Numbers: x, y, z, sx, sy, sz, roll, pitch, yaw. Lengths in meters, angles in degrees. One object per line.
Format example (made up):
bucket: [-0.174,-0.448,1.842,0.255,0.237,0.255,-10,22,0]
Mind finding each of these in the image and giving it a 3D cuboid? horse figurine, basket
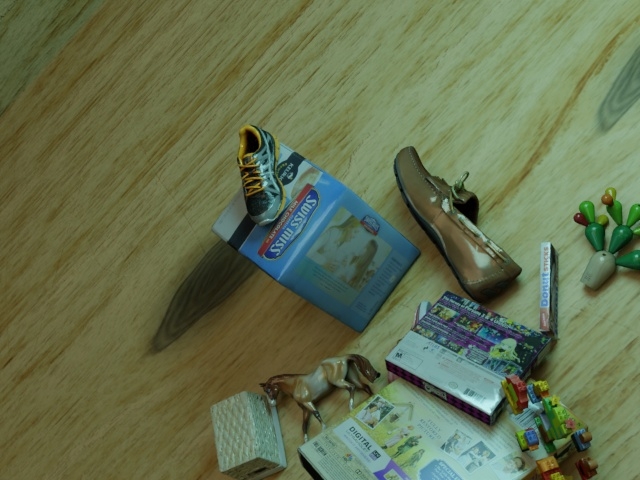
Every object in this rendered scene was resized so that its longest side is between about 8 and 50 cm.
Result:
horse figurine: [0.013,0.313,1.878,0.263,0.066,0.174,-35,60,17]
basket: [-0.156,0.415,1.911,0.113,0.103,0.167,-27,57,20]

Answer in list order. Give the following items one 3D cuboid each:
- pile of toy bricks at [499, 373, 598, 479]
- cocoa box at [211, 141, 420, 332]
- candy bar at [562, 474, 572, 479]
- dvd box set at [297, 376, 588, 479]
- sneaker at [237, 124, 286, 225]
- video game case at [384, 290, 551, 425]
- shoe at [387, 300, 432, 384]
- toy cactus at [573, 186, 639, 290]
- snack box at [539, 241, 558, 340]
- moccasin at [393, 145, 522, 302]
pile of toy bricks: [0.390,0.310,1.495,0.118,0.105,0.212,-14,65,-14]
cocoa box: [0.000,0.000,1.854,0.228,0.347,0.231,37,90,38]
candy bar: [0.419,0.489,1.564,0.040,0.018,0.161,-7,63,30]
dvd box set: [0.215,0.364,1.600,0.420,0.062,0.307,-32,48,-21]
sneaker: [-0.123,-0.126,1.716,0.084,0.083,0.215,-21,59,22]
video game case: [0.273,0.211,1.671,0.232,0.042,0.210,25,53,32]
shoe: [0.180,0.208,1.820,0.081,0.063,0.178,-2,71,26]
toy cactus: [0.548,0.010,1.669,0.219,0.112,0.180,37,100,30]
snack box: [0.434,0.096,1.711,0.022,0.064,0.178,-5,65,27]
moccasin: [0.275,-0.056,1.839,0.147,0.139,0.380,-38,53,11]
